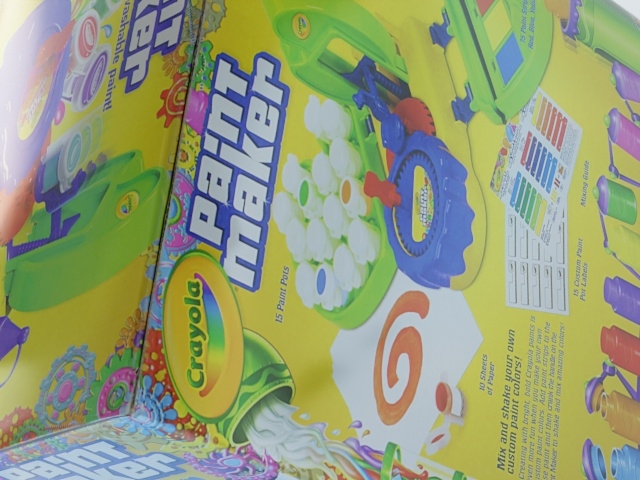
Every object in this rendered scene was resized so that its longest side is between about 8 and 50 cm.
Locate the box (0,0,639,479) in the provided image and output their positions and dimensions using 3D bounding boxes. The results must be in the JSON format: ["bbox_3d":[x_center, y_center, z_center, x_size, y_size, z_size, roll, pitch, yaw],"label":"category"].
[{"bbox_3d":[0.000,0.000,0.720,0.177,0.279,0.290,-20,-128,44],"label":"box"}]
